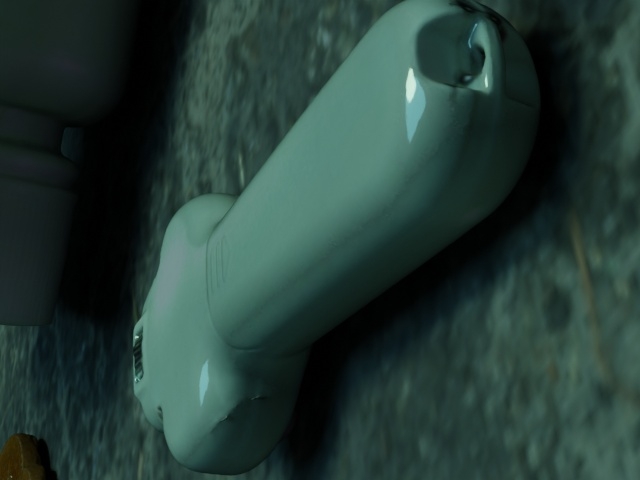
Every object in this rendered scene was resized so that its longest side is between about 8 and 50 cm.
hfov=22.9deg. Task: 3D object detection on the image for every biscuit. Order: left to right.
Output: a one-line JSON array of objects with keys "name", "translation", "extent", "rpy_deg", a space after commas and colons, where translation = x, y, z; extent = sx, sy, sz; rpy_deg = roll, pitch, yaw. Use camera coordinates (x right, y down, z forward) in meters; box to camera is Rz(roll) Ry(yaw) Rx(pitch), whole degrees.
[{"name": "biscuit", "translation": [-0.149, 0.137, 0.787], "extent": [0.078, 0.015, 0.091], "rpy_deg": [-54, 34, 43]}]

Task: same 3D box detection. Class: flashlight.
[{"name": "flashlight", "translation": [0.000, 0.000, 0.456], "extent": [0.200, 0.047, 0.093], "rpy_deg": [-45, 41, 50]}]

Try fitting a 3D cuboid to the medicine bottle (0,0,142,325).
[{"name": "medicine bottle", "translation": [-0.181, -0.161, 0.732], "extent": [0.213, 0.213, 0.378], "rpy_deg": [-172, 91, -67]}]
